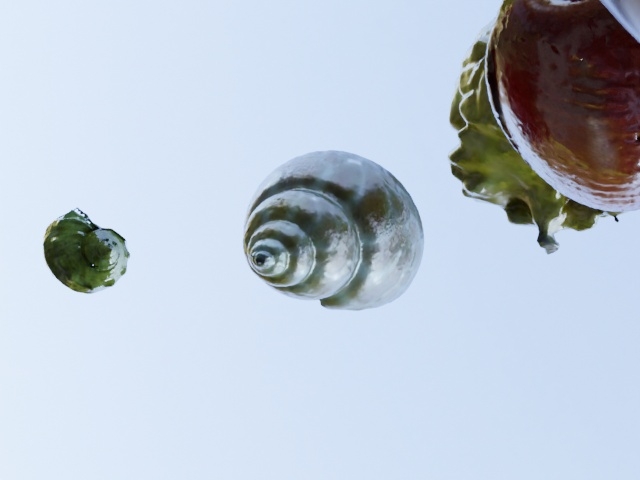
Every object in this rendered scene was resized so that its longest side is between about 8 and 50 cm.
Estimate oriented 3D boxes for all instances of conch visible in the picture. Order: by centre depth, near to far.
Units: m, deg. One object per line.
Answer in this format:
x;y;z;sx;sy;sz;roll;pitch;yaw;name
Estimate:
0.009;-0.010;0.963;0.106;0.173;0.116;-25;-121;57;conch
-0.246;0.011;1.358;0.121;0.074;0.089;-10;-82;50;conch

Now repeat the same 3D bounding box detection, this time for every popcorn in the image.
0.236;-0.113;1.270;0.249;0.249;0.225;3;-117;50;popcorn

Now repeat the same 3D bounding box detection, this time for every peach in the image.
0.209;-0.097;0.923;0.159;0.154;0.267;38;-15;27;peach

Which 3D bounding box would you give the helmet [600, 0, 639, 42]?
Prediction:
0.208;-0.184;0.578;0.338;0.271;0.197;45;-14;18;helmet
